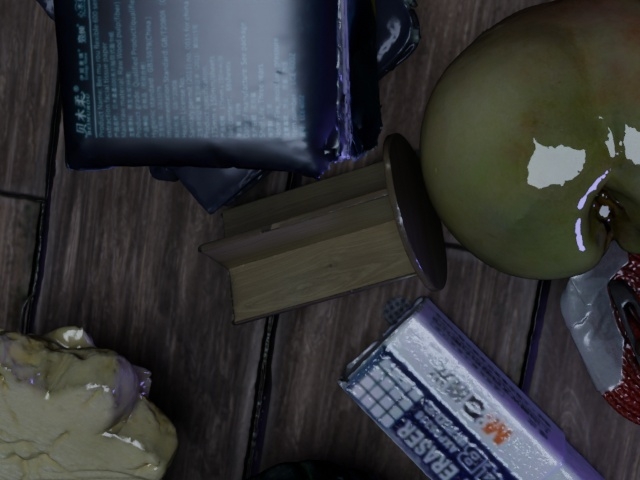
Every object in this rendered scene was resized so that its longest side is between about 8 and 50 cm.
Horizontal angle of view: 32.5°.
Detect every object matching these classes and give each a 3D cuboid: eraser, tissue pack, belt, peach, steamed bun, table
[{"bbox_3d":[0.164,0.206,1.181,0.130,0.086,0.287,-44,88,15],"label":"eraser"},{"bbox_3d":[-0.087,-0.267,0.956,0.264,0.253,0.416,-1,99,10],"label":"tissue pack"},{"bbox_3d":[0.323,0.093,1.088,0.128,0.124,0.200,-29,68,21],"label":"belt"},{"bbox_3d":[0.234,-0.103,1.027,0.292,0.247,0.292,-20,52,27],"label":"peach"},{"bbox_3d":[-0.288,0.186,1.206,0.295,0.137,0.292,27,132,-12],"label":"steamed bun"},{"bbox_3d":[0.000,0.000,1.155,0.227,0.167,0.167,-17,94,19],"label":"table"}]

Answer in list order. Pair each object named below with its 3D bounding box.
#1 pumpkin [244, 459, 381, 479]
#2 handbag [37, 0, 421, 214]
[{"bbox_3d":[-0.021,0.378,1.167,0.315,0.238,0.315,-3,110,-9],"label":"pumpkin"},{"bbox_3d":[-0.097,-0.231,1.154,0.329,0.122,0.303,-39,90,12],"label":"handbag"}]
